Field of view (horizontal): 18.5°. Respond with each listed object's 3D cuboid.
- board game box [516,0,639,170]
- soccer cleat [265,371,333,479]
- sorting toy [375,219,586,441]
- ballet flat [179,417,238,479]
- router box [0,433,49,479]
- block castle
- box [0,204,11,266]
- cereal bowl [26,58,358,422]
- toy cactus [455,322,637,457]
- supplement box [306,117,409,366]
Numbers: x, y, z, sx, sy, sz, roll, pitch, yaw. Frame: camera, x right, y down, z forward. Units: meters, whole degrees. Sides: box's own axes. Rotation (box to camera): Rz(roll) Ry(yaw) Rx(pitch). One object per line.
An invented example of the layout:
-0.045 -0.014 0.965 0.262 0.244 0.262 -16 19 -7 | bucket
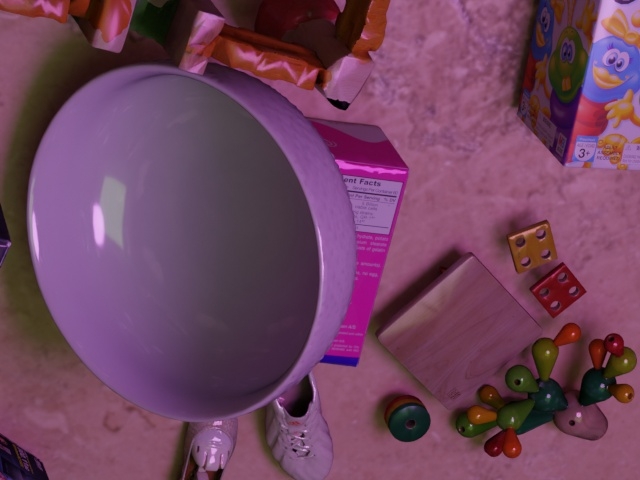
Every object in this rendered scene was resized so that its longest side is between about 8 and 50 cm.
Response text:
0.300 -0.220 1.889 0.142 0.144 0.275 2 114 -17 | board game box
-0.026 0.184 2.048 0.068 0.076 0.196 -17 119 -7 | soccer cleat
0.149 0.083 2.066 0.274 0.046 0.132 -41 119 7 | sorting toy
-0.119 0.242 2.064 0.057 0.052 0.168 6 113 -19 | ballet flat
-0.313 0.240 1.967 0.092 0.122 0.038 39 96 -29 | router box
-0.132 -0.314 1.684 0.453 0.213 0.303 12 111 -26 | block castle
-0.381 -0.005 1.740 0.143 0.270 0.165 18 110 -23 | box
-0.104 -0.009 1.831 0.141 0.339 0.339 -23 132 -55 | cereal bowl
0.261 0.179 2.108 0.219 0.112 0.180 -36 141 18 | toy cactus
0.000 0.000 1.945 0.114 0.111 0.220 8 112 -19 | supplement box
